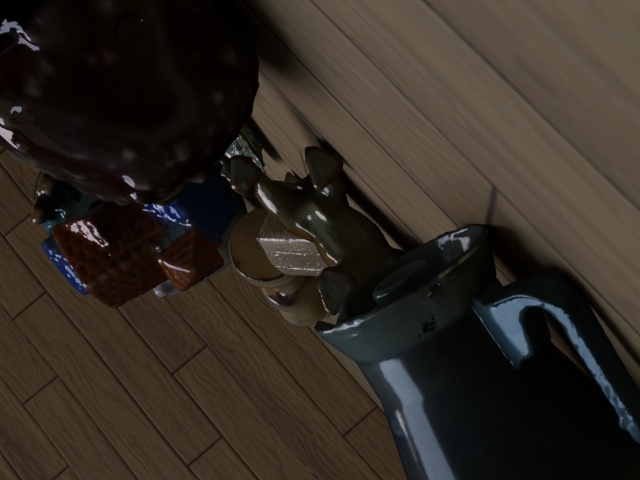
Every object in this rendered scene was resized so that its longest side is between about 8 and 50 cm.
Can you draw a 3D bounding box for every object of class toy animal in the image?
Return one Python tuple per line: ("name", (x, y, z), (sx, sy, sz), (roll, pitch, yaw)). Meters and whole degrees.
("toy animal", (0.029, 0.015, 0.977), (0.312, 0.097, 0.157), (49, 180, 19))

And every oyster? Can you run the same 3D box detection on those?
("oyster", (-0.122, -0.140, 1.240), (0.177, 0.064, 0.125), (50, 170, -21))

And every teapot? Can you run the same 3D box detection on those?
("teapot", (0.119, 0.110, 0.690), (0.203, 0.171, 0.225), (-24, 101, 50))

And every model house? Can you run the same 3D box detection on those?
("model house", (-0.277, -0.037, 1.547), (0.252, 0.295, 0.329), (59, 180, -27))

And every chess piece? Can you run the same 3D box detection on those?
("chess piece", (-0.045, 0.068, 1.714), (0.117, 0.117, 0.397), (47, 175, 21))

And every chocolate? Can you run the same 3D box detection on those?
("chocolate", (-0.171, -0.143, 0.877), (0.210, 0.225, 0.340), (43, 177, -24))

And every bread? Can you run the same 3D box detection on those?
("bread", (0.014, -0.016, 1.198), (0.152, 0.105, 0.077), (4, 145, 34))

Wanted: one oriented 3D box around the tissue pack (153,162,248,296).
("tissue pack", (-0.282, -0.069, 1.831), (0.333, 0.229, 0.236), (52, -161, -27))
